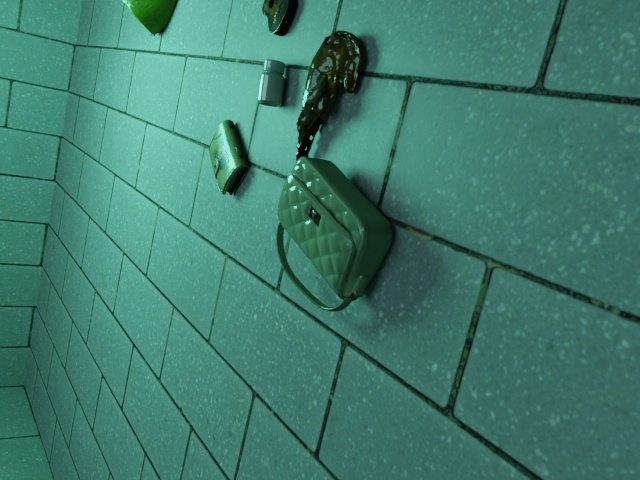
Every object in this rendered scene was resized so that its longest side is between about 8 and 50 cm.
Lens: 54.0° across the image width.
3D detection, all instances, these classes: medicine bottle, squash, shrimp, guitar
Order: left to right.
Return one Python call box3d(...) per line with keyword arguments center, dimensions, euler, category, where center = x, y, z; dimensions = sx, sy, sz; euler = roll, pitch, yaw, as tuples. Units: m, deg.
box3d(center=(-0.452, -0.769, 1.894), dimensions=(0.288, 0.203, 0.111), euler=(-38, 49, 6), category="squash")
box3d(center=(-0.110, -0.532, 1.373), dimensions=(0.088, 0.025, 0.233), euler=(-59, 41, 32), category="guitar")
box3d(center=(-0.101, -0.325, 1.302), dimensions=(0.052, 0.052, 0.089), euler=(14, 97, 55), category="medicine bottle")
box3d(center=(0.002, -0.247, 1.132), dimensions=(0.117, 0.066, 0.262), euler=(39, 119, 51), category="shrimp")

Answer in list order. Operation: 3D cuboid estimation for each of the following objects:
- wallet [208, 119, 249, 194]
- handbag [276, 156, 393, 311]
box3d(center=(-0.220, -0.192, 1.468), dimensions=(0.110, 0.039, 0.155), euler=(-52, 45, 36), category="wallet")
box3d(center=(0.000, 0.000, 1.070), dimensions=(0.256, 0.079, 0.219), euler=(50, 126, 40), category="handbag")
